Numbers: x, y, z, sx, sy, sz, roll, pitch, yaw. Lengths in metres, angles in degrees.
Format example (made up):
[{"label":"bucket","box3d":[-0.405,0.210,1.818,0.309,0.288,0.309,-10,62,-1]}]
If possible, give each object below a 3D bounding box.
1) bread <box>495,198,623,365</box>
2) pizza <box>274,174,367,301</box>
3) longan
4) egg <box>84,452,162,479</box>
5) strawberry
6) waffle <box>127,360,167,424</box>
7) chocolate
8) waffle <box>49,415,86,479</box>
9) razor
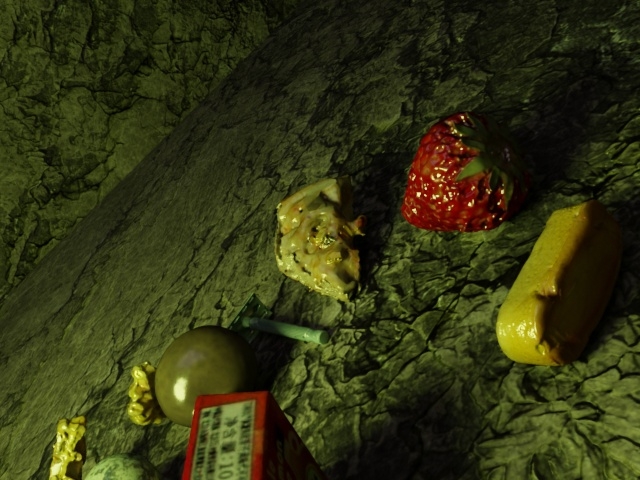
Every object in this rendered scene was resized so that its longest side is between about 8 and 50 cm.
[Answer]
[{"label":"bread","box3d":[0.310,0.050,0.920,0.094,0.102,0.245,-7,39,52]},{"label":"pizza","box3d":[0.000,0.000,1.368,0.189,0.071,0.297,-15,51,11]},{"label":"longan","box3d":[-0.192,0.238,1.226,0.185,0.159,0.204,-34,35,13]},{"label":"egg","box3d":[-0.313,0.418,1.131,0.132,0.132,0.172,-26,42,27]},{"label":"strawberry","box3d":[0.226,-0.094,1.216,0.244,0.205,0.205,-42,14,54]},{"label":"waffle","box3d":[-0.293,0.259,1.332,0.051,0.194,0.149,14,92,20]},{"label":"chocolate","box3d":[-0.066,0.325,0.841,0.108,0.235,0.237,-21,29,13]},{"label":"waffle","box3d":[-0.424,0.454,1.148,0.293,0.069,0.260,-102,24,-59]},{"label":"razor","box3d":[-0.072,0.164,1.315,0.232,0.068,0.106,5,51,48]}]
